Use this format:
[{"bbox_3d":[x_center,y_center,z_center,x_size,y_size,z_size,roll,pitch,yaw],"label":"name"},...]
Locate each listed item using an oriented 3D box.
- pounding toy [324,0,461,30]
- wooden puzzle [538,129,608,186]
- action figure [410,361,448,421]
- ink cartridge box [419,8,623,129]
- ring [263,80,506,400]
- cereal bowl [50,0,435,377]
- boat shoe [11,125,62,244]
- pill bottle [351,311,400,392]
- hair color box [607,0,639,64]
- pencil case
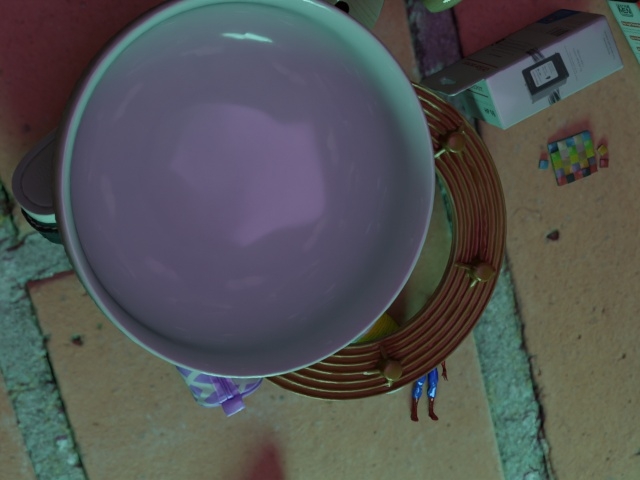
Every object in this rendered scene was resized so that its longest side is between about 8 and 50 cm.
[{"bbox_3d":[0.010,-0.291,1.284,0.269,0.155,0.154,37,120,-11],"label":"pounding toy"},{"bbox_3d":[0.278,-0.090,1.437,0.083,0.006,0.049,-21,107,-10],"label":"wooden puzzle"},{"bbox_3d":[0.118,0.142,1.437,0.038,0.030,0.115,0,101,-10],"label":"action figure"},{"bbox_3d":[0.204,-0.170,1.346,0.180,0.104,0.060,-28,109,-7],"label":"ink cartridge box"},{"bbox_3d":[0.037,0.000,1.306,0.336,0.032,0.337,-4,101,-19],"label":"ring"},{"bbox_3d":[-0.076,-0.057,1.163,0.339,0.141,0.339,-4,102,-20],"label":"cereal bowl"},{"bbox_3d":[-0.160,-0.109,1.270,0.302,0.091,0.114,-33,67,-10],"label":"boat shoe"},{"bbox_3d":[0.051,0.102,1.388,0.065,0.065,0.116,-44,110,-2],"label":"pill bottle"},{"bbox_3d":[0.367,-0.207,1.400,0.043,0.072,0.141,-35,110,-4],"label":"hair color box"},{"bbox_3d":[-0.129,0.071,1.319,0.086,0.088,0.206,-30,109,-6],"label":"pencil case"}]
